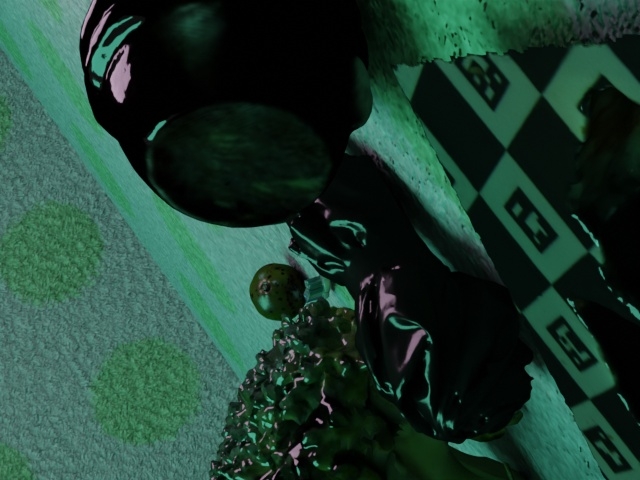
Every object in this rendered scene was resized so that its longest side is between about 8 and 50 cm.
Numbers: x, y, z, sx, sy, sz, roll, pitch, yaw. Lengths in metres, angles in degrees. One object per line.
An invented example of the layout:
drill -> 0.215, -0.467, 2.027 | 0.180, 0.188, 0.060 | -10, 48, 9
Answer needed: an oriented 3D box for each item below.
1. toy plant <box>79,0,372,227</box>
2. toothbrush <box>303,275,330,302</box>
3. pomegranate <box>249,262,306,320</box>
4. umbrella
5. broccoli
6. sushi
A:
toy plant -> -0.065, -0.137, 0.660 | 0.218, 0.175, 0.235 | 63, -169, -52
toothbrush -> 0.002, -0.001, 1.026 | 0.030, 0.030, 0.304 | 51, 163, 18
pomegranate -> -0.043, 0.064, 1.254 | 0.084, 0.073, 0.073 | 22, -174, -31
umbrella -> 0.035, -0.001, 0.775 | 0.340, 0.118, 0.118 | 59, 170, 30
broccoli -> 0.044, 0.215, 0.923 | 0.281, 0.293, 0.348 | 17, 175, 1
sushi -> 0.171, 0.033, 0.435 | 0.292, 0.059, 0.294 | 60, 166, -15
